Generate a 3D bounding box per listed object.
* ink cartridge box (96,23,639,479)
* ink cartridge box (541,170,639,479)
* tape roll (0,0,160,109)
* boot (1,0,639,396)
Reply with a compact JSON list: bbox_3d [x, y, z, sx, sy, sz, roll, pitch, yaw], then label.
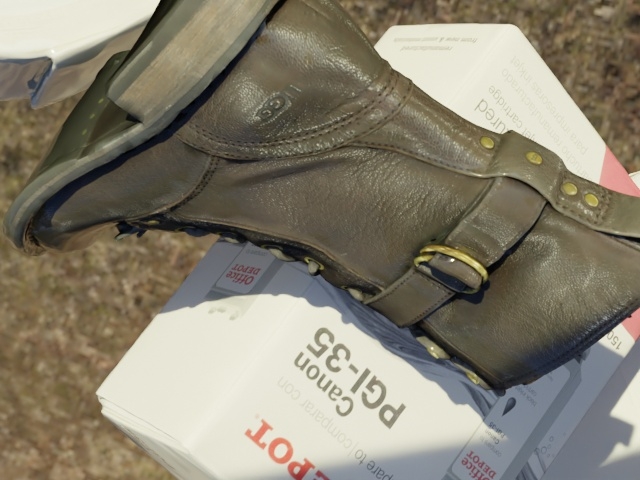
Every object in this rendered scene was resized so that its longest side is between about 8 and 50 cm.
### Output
[{"bbox_3d":[0.049,0.050,0.720,0.207,0.283,0.117,46,162,-29],"label":"ink cartridge box"},{"bbox_3d":[0.298,0.158,1.093,0.160,0.279,0.385,-26,146,17],"label":"ink cartridge box"},{"bbox_3d":[-0.160,-0.210,0.597,0.286,0.286,0.100,28,164,-14],"label":"tape roll"},{"bbox_3d":[0.000,0.000,0.547,0.229,0.091,0.263,35,148,-15],"label":"boot"}]
